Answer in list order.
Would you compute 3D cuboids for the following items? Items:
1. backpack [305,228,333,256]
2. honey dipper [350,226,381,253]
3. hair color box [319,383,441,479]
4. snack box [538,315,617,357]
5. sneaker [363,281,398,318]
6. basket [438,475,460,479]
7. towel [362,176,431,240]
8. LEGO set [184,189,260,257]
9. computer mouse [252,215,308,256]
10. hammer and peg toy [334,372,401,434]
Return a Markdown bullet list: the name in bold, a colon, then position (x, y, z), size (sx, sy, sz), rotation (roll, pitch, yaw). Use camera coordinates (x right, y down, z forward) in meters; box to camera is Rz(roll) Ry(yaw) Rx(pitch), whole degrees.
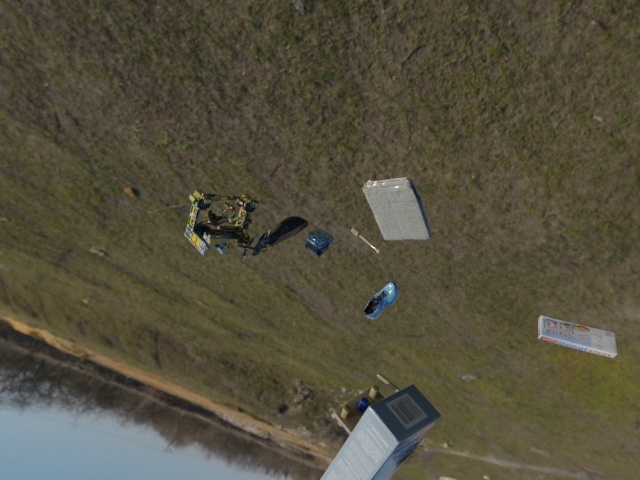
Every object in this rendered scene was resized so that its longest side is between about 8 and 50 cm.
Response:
- **backpack**: position (0.000, 0.000, 2.034), size (0.105, 0.114, 0.084), rotation (34, 135, 28)
- **honey dipper**: position (0.186, 0.001, 1.801), size (0.160, 0.030, 0.030), rotation (43, 167, 33)
- **hair color box**: position (0.143, 0.566, 1.176), size (0.113, 0.185, 0.375), rotation (46, 125, 34)
- **snack box**: position (0.652, 0.243, 1.133), size (0.178, 0.064, 0.022), rotation (13, 141, 14)
- **sneaker**: position (0.214, 0.215, 1.580), size (0.063, 0.162, 0.073), rotation (43, -168, 31)
- **basket**: position (0.537, 1.075, 1.812), size (0.113, 0.103, 0.167), rotation (-15, 92, 46)
- **towel**: position (0.275, -0.107, 1.588), size (0.187, 0.049, 0.282), rotation (-1, 135, 31)
- **LEGO set**: position (-0.366, -0.061, 1.759), size (0.331, 0.255, 0.192), rotation (10, -158, -48)
- **computer mouse**: position (-0.166, -0.040, 1.845), size (0.072, 0.272, 0.188), rotation (57, 143, 6)
- **hammer and peg toy**: position (0.266, 0.777, 1.993), size (0.266, 0.361, 0.128), rotation (40, 135, 33)
